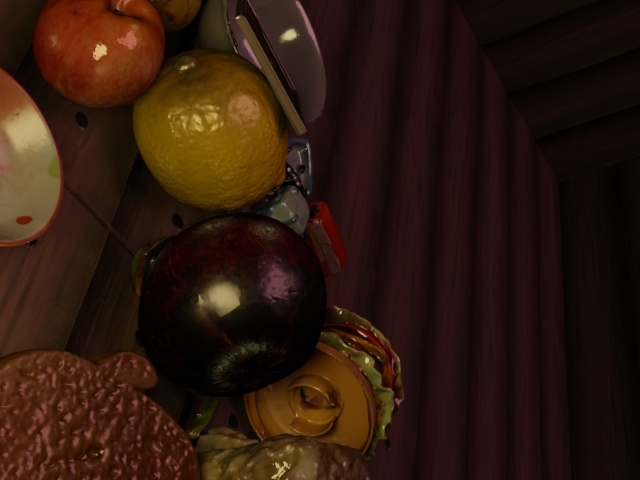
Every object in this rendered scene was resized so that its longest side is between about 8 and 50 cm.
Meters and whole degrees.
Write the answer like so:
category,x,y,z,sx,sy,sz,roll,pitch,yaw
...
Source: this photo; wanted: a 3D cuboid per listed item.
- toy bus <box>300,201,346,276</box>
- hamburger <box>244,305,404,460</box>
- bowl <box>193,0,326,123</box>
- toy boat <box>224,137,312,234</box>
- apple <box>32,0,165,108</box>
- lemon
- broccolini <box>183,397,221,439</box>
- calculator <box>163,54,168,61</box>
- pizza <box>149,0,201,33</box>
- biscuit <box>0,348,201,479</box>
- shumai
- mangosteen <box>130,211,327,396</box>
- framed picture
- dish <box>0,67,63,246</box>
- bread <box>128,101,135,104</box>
category,x,y,z,sx,sy,sz,roll,pitch,yaw
toy bus,0.000,0.000,2.025,0.079,0.077,0.174,-78,152,-45
hamburger,0.015,0.249,1.727,0.274,0.274,0.212,67,27,-9
bowl,-0.140,-0.362,1.914,0.345,0.157,0.345,38,44,-48
toy boat,-0.077,-0.088,1.899,0.145,0.133,0.332,55,32,-28
apple,-0.328,-0.303,1.500,0.209,0.164,0.209,21,40,-19
lemon,-0.176,-0.175,1.642,0.320,0.245,0.245,69,22,-47
broccolini,-0.237,0.254,1.484,0.271,0.062,0.123,-20,105,-59
calculator,-0.256,-0.248,1.773,0.190,0.034,0.127,48,37,-36
pizza,-0.246,-0.413,1.718,0.080,0.204,0.188,55,24,-10
biscuit,-0.310,0.295,1.275,0.394,0.070,0.350,48,45,-31
shumai,-0.090,0.349,1.475,0.267,0.262,0.314,-36,148,-28
mangosteen,-0.135,0.082,1.517,0.300,0.300,0.300,39,42,-47
framed picture,-0.085,-0.305,1.676,0.211,0.020,0.289,62,7,-20
dish,-0.453,-0.105,1.272,0.260,0.085,0.260,40,40,-44
bread,-0.337,-0.298,1.638,0.157,0.044,0.052,67,22,-13
